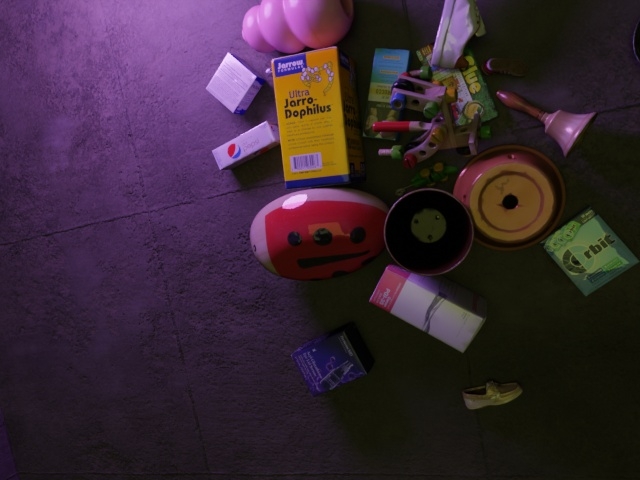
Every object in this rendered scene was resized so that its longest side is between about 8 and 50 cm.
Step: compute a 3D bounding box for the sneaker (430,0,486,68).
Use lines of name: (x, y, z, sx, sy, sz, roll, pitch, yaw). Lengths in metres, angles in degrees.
sneaker: (0.373, -0.588, 1.226, 0.123, 0.106, 0.290, 14, 120, 10)

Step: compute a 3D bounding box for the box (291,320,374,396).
box: (0.040, 0.371, 1.514, 0.207, 0.108, 0.153, -30, 87, 21)

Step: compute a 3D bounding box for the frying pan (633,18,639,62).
frying pan: (0.804, -0.527, 1.149, 0.326, 0.053, 0.197, 44, 109, 10)

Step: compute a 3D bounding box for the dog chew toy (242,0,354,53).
dog chew toy: (-0.077, -0.629, 1.361, 0.331, 0.206, 0.207, -6, 96, 28)

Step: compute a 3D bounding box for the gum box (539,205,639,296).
gum box: (0.705, 0.028, 1.272, 0.157, 0.041, 0.184, -40, 84, 20)

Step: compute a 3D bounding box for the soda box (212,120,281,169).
soda box: (-0.229, -0.297, 1.520, 0.216, 0.074, 0.069, -22, 91, 21)

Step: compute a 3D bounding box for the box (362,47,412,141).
box: (0.189, -0.411, 1.369, 0.100, 0.060, 0.244, 11, 101, 17)

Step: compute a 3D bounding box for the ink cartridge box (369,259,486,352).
ink cartridge box: (0.303, 0.166, 1.340, 0.283, 0.207, 0.117, 29, 107, 13)

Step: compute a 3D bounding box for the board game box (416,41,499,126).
board game box: (0.375, -0.431, 1.321, 0.136, 0.030, 0.260, -24, 90, 18)

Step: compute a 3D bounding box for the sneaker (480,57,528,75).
sneaker: (0.485, -0.458, 1.278, 0.118, 0.067, 0.042, 6, 99, -13)

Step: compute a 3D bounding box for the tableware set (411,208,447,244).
tableware set: (0.295, -0.030, 1.412, 0.141, 0.020, 0.169, 17, 100, 10)

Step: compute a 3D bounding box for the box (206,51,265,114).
box: (-0.264, -0.487, 1.504, 0.126, 0.072, 0.137, 42, 109, 9)

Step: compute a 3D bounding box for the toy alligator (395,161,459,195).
toy alligator: (0.299, -0.184, 1.375, 0.189, 0.056, 0.051, -21, 48, 23)

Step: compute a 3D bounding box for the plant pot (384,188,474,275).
plant pot: (0.289, -0.032, 1.284, 0.215, 0.230, 0.215, 2, 97, 13)

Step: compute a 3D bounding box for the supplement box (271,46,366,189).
supplement box: (0.003, -0.333, 1.372, 0.195, 0.194, 0.357, -4, 97, 19)

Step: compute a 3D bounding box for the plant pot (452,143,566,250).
plant pot: (0.484, -0.103, 1.242, 0.290, 0.203, 0.291, 3, 100, 18)

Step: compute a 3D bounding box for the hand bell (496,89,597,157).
hand bell: (0.564, -0.327, 1.248, 0.242, 0.126, 0.126, 37, 108, 23)

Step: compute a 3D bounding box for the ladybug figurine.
ladybug figurine: (0.000, 0.000, 1.384, 0.449, 0.162, 0.305, -13, 132, 19)

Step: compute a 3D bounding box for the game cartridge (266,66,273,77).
game cartridge: (-0.118, -0.519, 1.458, 0.083, 0.056, 0.017, -17, 85, 19)

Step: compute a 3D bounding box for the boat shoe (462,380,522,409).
boat shoe: (0.494, 0.440, 1.395, 0.170, 0.063, 0.059, -25, 96, 21)

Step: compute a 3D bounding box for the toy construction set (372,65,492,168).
toy construction set: (0.296, -0.295, 1.208, 0.237, 0.309, 0.258, 6, 115, 27)
